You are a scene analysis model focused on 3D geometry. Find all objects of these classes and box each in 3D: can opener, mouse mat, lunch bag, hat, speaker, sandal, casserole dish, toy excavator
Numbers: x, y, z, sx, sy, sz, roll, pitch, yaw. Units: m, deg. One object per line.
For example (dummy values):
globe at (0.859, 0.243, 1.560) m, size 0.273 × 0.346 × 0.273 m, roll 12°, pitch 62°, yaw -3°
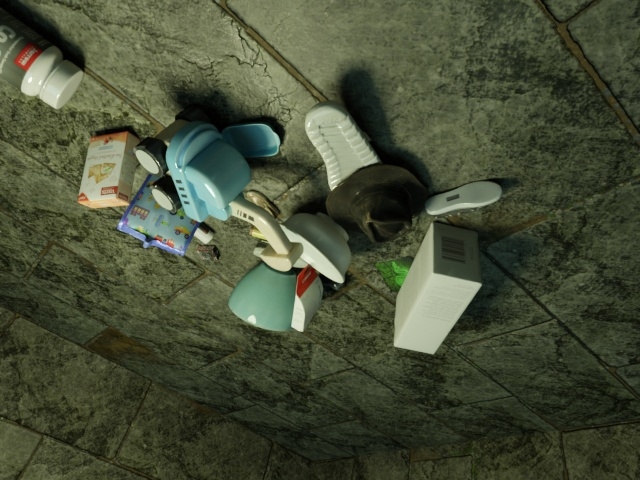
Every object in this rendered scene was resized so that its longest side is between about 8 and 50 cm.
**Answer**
can opener at (0.016, 0.161, 1.831) m, size 0.186 × 0.073 × 0.059 m, roll 1°, pitch 176°, yaw 21°
mouse mat at (0.306, 0.131, 1.735) m, size 0.153 × 0.007 × 0.189 m, roll -13°, pitch 132°, yaw 29°
lunch bag at (-0.508, -0.091, 1.518) m, size 0.221 × 0.293 × 0.138 m, roll 27°, pitch 138°, yaw -12°
hat at (0.181, -0.073, 1.387) m, size 0.331 × 0.134 × 0.331 m, roll -5°, pitch 147°, yaw -3°
speaker at (-0.473, -0.047, 1.739) m, size 0.055 × 0.055 × 0.136 m, roll -25°, pitch 125°, yaw 37°
sandal at (0.080, -0.254, 1.308) m, size 0.169 × 0.102 × 0.416 m, roll -14°, pitch 146°, yaw 11°
casserole dish at (-0.207, -0.308, 1.380) m, size 0.188 × 0.037 × 0.114 m, roll 0°, pitch 137°, yaw 19°
toy excavator at (-0.271, -0.126, 1.359) m, size 0.445 × 0.222 × 0.433 m, roll 24°, pitch 145°, yaw 23°

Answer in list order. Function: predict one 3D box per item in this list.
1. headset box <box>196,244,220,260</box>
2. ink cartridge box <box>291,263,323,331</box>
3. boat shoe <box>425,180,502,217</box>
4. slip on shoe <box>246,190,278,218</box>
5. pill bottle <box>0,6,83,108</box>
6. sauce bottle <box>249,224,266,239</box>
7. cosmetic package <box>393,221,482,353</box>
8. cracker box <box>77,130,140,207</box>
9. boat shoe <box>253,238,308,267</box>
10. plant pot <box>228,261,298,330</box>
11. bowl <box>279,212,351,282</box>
headset box at (-0.459, 0.050, 1.859) m, size 0.083 × 0.032 × 0.062 m, roll 1°, pitch 137°, yaw 14°
ink cartridge box at (-0.039, 0.196, 1.721) m, size 0.066 × 0.189 × 0.232 m, roll 21°, pitch 121°, yaw 13°
boat shoe at (0.434, -0.112, 1.377) m, size 0.228 × 0.080 × 0.076 m, roll -17°, pitch 147°, yaw 28°
slip on shoe at (-0.202, -0.118, 1.585) m, size 0.051 × 0.041 × 0.135 m, roll -23°, pitch 126°, yaw 36°
pill bottle at (-0.823, -0.505, 1.254) m, size 0.283 × 0.161 × 0.161 m, roll 34°, pitch 136°, yaw -21°
sauce bottle at (-0.197, -0.021, 1.692) m, size 0.128 × 0.042 × 0.042 m, roll 18°, pitch 139°, yaw -1°
cosmetic package at (0.391, 0.180, 1.587) m, size 0.161 × 0.230 × 0.453 m, roll 12°, pitch 139°, yaw 0°
cracker box at (-0.677, -0.225, 1.467) m, size 0.156 × 0.232 × 0.067 m, roll -3°, pitch 164°, yaw 20°
boat shoe at (-0.141, 0.044, 1.719) m, size 0.219 × 0.070 × 0.078 m, roll 15°, pitch 158°, yaw 8°
plant pot at (-0.193, 0.194, 1.792) m, size 0.290 × 0.290 × 0.195 m, roll 19°, pitch 103°, yaw -4°
bowl at (0.000, 0.000, 1.544) m, size 0.298 × 0.134 × 0.298 m, roll 37°, pitch 167°, yaw 10°
